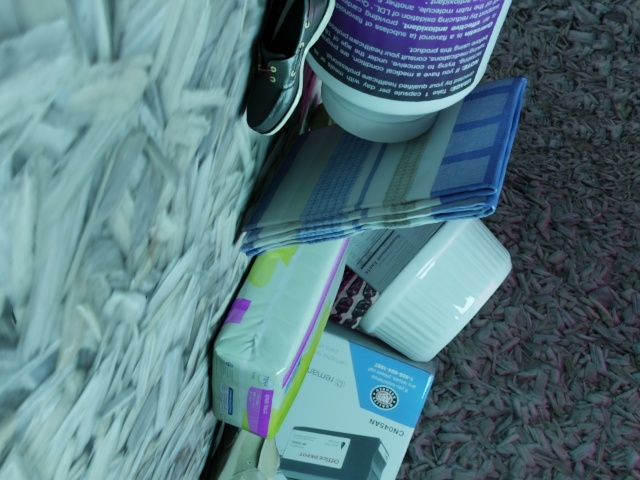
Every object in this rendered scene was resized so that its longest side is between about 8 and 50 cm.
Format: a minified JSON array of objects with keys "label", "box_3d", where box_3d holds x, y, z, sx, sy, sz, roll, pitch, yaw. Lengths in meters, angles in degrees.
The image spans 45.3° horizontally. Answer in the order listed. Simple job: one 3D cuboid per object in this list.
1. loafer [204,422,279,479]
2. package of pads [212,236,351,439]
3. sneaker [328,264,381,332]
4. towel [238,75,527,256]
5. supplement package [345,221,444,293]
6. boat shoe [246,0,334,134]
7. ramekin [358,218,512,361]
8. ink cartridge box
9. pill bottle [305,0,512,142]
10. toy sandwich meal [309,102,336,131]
[{"label":"loafer","box_3d":[-0.101,0.303,1.144,0.102,0.092,0.268,-106,-145,-59]},{"label":"package of pads","box_3d":[-0.043,0.089,1.008,0.229,0.101,0.296,101,12,-56]},{"label":"sneaker","box_3d":[0.075,0.030,1.633,0.410,0.158,0.182,-62,-152,2]},{"label":"towel","box_3d":[0.063,-0.075,0.789,0.034,0.285,0.209,58,37,-31]},{"label":"supplement package","box_3d":[0.124,-0.026,1.368,0.204,0.145,0.262,-49,174,1]},{"label":"boat shoe","box_3d":[-0.034,-0.147,0.615,0.042,0.049,0.133,-7,129,-52]},{"label":"ramekin","box_3d":[0.195,0.079,1.252,0.273,0.127,0.273,-47,173,-8]},{"label":"ink cartridge box","box_3d":[-0.006,0.345,1.300,0.166,0.285,0.394,-1,111,-82]},{"label":"pill bottle","box_3d":[0.078,-0.235,0.650,0.323,0.182,0.181,102,10,-55]},{"label":"toy sandwich meal","box_3d":[0.012,-0.136,0.947,0.085,0.029,0.085,-175,-90,-70]}]
